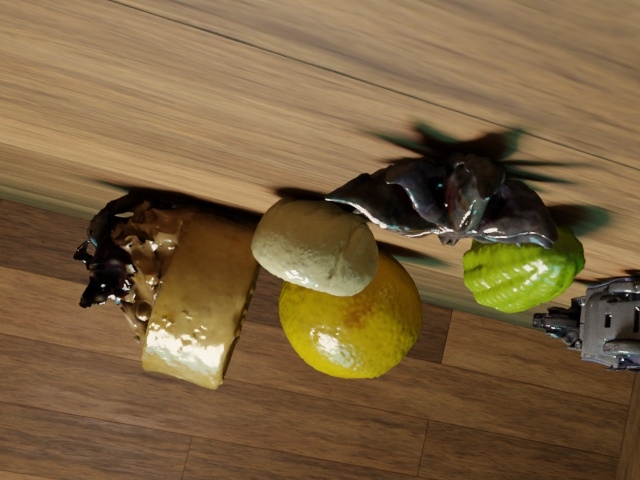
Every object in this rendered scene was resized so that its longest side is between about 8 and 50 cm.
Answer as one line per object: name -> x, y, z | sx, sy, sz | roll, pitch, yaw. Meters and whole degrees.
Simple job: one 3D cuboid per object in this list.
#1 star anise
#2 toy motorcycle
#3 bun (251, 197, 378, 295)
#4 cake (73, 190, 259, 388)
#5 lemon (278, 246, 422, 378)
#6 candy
star anise -> 0.095, -0.031, 0.543 | 0.181, 0.061, 0.204 | 5, 175, 23
toy motorcycle -> 0.451, 0.124, 0.960 | 0.213, 0.125, 0.358 | 10, 172, -7
bun -> 0.000, 0.000, 0.911 | 0.188, 0.111, 0.164 | 14, -168, -39
cake -> -0.280, 0.077, 1.257 | 0.321, 0.332, 0.332 | 19, 174, -1
lemon -> 0.056, 0.125, 1.260 | 0.267, 0.267, 0.267 | 13, 174, 1
candy -> 0.204, 0.022, 0.692 | 0.097, 0.096, 0.209 | 13, 172, 0
